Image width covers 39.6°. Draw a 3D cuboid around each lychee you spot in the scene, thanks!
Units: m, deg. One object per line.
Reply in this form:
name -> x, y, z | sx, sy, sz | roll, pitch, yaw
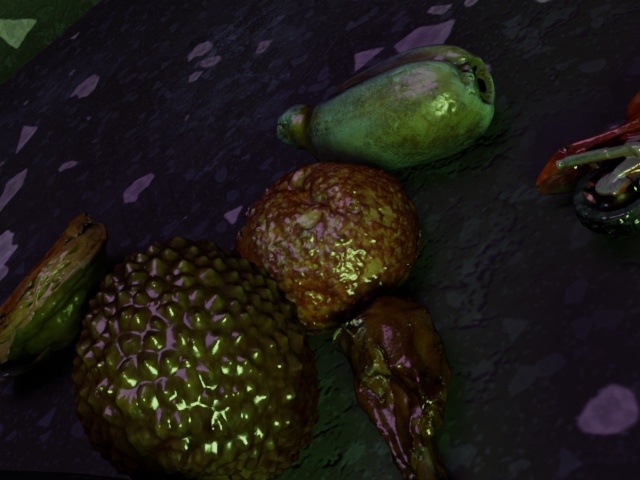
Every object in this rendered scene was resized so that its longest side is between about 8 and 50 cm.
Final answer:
lychee -> -0.125, 0.127, 0.915 | 0.267, 0.267, 0.267 | -24, 38, 21

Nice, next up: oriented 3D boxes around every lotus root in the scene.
lotus root -> 0.079, -0.154, 1.169 | 0.322, 0.140, 0.158 | -14, 25, 40

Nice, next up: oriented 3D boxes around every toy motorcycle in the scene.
toy motorcycle -> 0.371, -0.116, 0.902 | 0.298, 0.089, 0.171 | -37, 34, 5

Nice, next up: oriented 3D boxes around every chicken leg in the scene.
chicken leg -> 0.089, 0.182, 0.847 | 0.113, 0.093, 0.304 | -42, 40, 28

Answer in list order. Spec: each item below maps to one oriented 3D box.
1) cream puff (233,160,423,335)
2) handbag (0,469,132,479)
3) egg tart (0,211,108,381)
cream puff -> 0.000, 0.000, 1.058 | 0.240, 0.164, 0.240 | -28, 39, 25
handbag -> -0.188, 0.303, 0.801 | 0.302, 0.275, 0.178 | -12, 51, 41
egg tart -> -0.408, 0.098, 1.357 | 0.297, 0.132, 0.297 | -39, 24, 21
